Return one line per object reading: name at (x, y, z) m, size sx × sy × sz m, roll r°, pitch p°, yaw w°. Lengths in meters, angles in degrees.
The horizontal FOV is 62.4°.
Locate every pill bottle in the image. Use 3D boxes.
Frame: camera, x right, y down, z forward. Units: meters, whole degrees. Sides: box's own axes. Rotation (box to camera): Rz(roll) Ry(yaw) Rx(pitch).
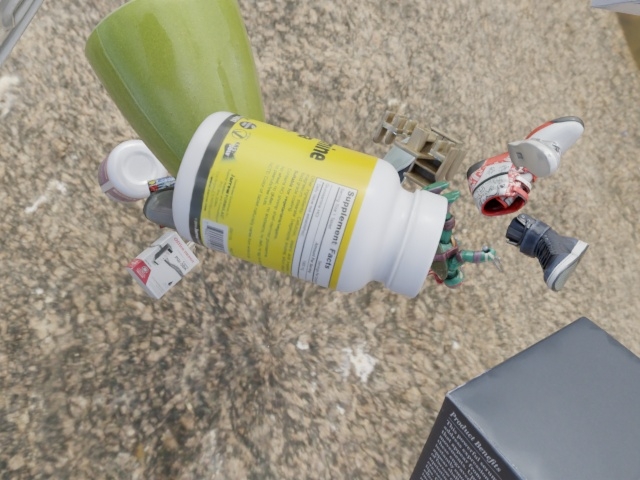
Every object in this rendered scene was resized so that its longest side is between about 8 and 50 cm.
pill bottle at (-0.010, -0.041, 0.720) m, size 0.333 × 0.188 × 0.188 m, roll 18°, pitch 77°, yaw 5°
pill bottle at (-0.629, -0.218, 1.742) m, size 0.181 × 0.322 × 0.182 m, roll 0°, pitch 90°, yaw -30°

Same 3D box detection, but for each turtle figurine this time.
turtle figurine at (0.257, 0.010, 1.024) m, size 0.118 × 0.175 × 0.234 m, roll -27°, pitch 112°, yaw -13°

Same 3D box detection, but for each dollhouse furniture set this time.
dollhouse furniture set at (0.271, -0.221, 1.435) m, size 0.212 × 0.242 × 0.161 m, roll 37°, pitch 114°, yaw 24°

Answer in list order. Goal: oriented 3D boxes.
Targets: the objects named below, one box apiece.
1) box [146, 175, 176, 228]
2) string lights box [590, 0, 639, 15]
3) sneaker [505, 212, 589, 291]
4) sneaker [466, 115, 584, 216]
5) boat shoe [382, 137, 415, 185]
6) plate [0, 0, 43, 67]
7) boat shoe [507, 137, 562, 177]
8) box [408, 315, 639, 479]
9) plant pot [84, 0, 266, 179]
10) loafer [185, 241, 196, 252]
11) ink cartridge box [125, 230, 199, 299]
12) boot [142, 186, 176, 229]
box at (-0.371, -0.098, 1.321) m, size 0.093 × 0.137 × 0.027 m, roll -15°, pitch 45°, yaw -14°
string lights box at (0.388, -0.384, 0.564) m, size 0.133 × 0.076 × 0.260 m, roll -4°, pitch 107°, yaw -25°
sneaker at (0.459, 0.020, 1.115) m, size 0.163 × 0.226 × 0.086 m, roll 33°, pitch 119°, yaw 23°
sneaker at (0.453, -0.148, 1.145) m, size 0.090 × 0.270 × 0.145 m, roll 40°, pitch 36°, yaw -35°
boat shoe at (0.265, -0.246, 1.893) m, size 0.302 × 0.091 × 0.114 m, roll -41°, pitch 46°, yaw 16°
plate at (-0.285, -0.242, 0.484) m, size 0.045 × 0.278 × 0.277 m, roll 33°, pitch 82°, yaw -28°
boat shoe at (0.393, -0.154, 0.942) m, size 0.063 × 0.184 × 0.066 m, roll -20°, pitch 97°, yaw 6°
box at (0.309, 0.358, 0.785) m, size 0.293 × 0.396 × 0.212 m, roll -17°, pitch 46°, yaw -28°
plant pot at (-0.208, -0.223, 0.908) m, size 0.274 × 0.275 × 0.294 m, roll -24°, pitch 91°, yaw -10°
loafer at (-0.358, 0.043, 1.383) m, size 0.039 × 0.045 × 0.125 m, roll 45°, pitch 54°, yaw -6°
ink cartridge box at (-0.370, 0.056, 1.245) m, size 0.135 × 0.056 × 0.099 m, roll -46°, pitch 115°, yaw -27°
boot at (-0.202, -0.028, 1.008) m, size 0.246 × 0.161 × 0.084 m, roll 12°, pitch 107°, yaw -31°
